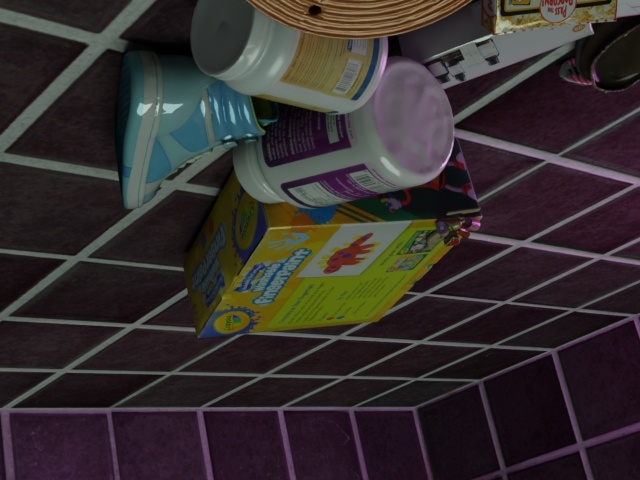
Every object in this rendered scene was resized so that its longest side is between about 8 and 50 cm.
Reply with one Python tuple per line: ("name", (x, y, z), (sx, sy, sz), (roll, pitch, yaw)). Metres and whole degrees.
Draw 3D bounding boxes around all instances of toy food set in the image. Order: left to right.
("toy food set", (0.213, -0.013, 1.678), (0.078, 0.019, 0.122), (-9, 156, -13))

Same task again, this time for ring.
("ring", (0.050, -0.339, 1.047), (0.336, 0.032, 0.336), (-4, 139, -4))

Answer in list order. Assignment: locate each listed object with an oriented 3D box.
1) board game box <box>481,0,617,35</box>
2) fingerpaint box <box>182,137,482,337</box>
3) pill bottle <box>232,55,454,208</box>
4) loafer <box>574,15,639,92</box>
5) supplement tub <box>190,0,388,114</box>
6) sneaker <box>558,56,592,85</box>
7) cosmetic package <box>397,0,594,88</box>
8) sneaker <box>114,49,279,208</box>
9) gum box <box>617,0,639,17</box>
("board game box", (0.250, -0.326, 1.143), (0.146, 0.045, 0.193), (-8, 119, -9))
("fingerpaint box", (0.000, 0.000, 1.823), (0.371, 0.163, 0.445), (-4, 155, -23))
("pill bottle", (0.019, -0.134, 1.443), (0.169, 0.169, 0.301), (8, 168, -42))
("loafer", (0.463, -0.289, 1.391), (0.133, 0.130, 0.366), (-3, 157, -22))
("supplement tub", (-0.035, -0.232, 1.240), (0.199, 0.144, 0.144), (8, 151, -42))
("sneaker", (0.408, -0.249, 1.594), (0.119, 0.047, 0.057), (-6, 170, -13))
("cosmetic package", (0.231, -0.272, 1.404), (0.239, 0.060, 0.099), (-19, 159, 17))
("sneaker", (-0.169, -0.138, 1.435), (0.208, 0.127, 0.319), (-4, 159, -16))
("gum box", (0.286, -0.316, 1.255), (0.188, 0.107, 0.062), (-9, 159, -10))
